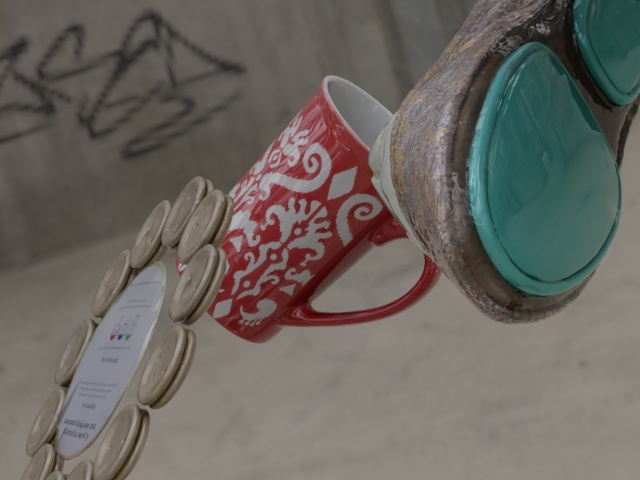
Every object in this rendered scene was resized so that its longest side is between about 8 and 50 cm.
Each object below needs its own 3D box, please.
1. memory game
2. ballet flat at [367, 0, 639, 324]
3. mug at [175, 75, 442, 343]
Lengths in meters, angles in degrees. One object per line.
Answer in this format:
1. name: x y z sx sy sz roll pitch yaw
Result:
1. memory game: -0.089 0.054 0.864 0.186 0.012 0.186 -51 21 29
2. ballet flat: 0.083 -0.051 0.853 0.106 0.107 0.316 -21 19 33
3. mug: -0.007 -0.005 1.328 0.169 0.113 0.150 -44 44 18
